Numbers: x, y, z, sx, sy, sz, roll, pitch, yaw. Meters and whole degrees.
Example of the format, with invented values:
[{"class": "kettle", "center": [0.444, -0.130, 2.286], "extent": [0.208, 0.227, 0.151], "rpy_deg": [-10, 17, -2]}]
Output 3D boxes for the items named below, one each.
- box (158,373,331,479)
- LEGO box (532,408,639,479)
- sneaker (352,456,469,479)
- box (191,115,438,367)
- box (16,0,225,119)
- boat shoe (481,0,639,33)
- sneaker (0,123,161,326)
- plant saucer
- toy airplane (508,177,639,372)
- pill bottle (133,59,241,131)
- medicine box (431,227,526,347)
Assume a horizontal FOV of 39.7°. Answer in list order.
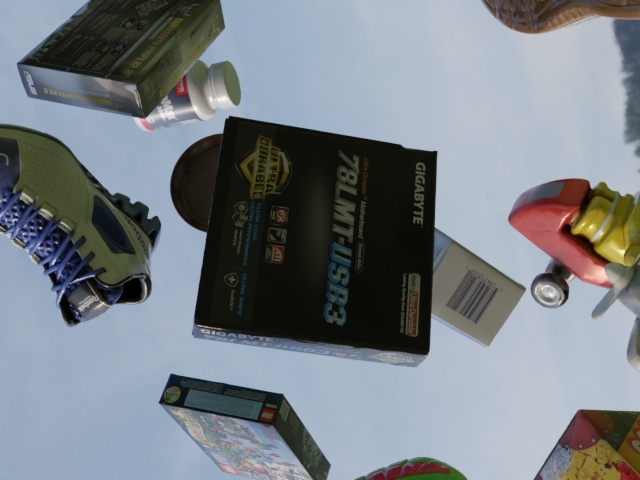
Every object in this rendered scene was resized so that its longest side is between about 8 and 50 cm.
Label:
[{"class": "box", "center": [-0.092, 0.257, 1.163], "extent": [0.233, 0.159, 0.044], "rpy_deg": [65, -143, -51]}, {"class": "LEGO box", "center": [0.618, 0.447, 1.322], "extent": [0.499, 0.193, 0.372], "rpy_deg": [8, -153, -33]}, {"class": "sneaker", "center": [-0.016, 0.422, 1.047], "extent": [0.202, 0.482, 0.185], "rpy_deg": [61, -156, -14]}, {"class": "box", "center": [0.000, 0.000, 1.149], "extent": [0.293, 0.073, 0.296], "rpy_deg": [9, -114, -5]}, {"class": "box", "center": [-0.260, -0.261, 1.188], "extent": [0.056, 0.183, 0.231], "rpy_deg": [84, -154, -44]}, {"class": "boat shoe", "center": [0.237, -0.243, 0.726], "extent": [0.123, 0.342, 0.123], "rpy_deg": [-17, -73, -15]}, {"class": "sneaker", "center": [-0.314, -0.003, 1.099], "extent": [0.315, 0.127, 0.182], "rpy_deg": [33, -152, -41]}, {"class": "plant saucer", "center": [-0.153, -0.087, 1.404], "extent": [0.029, 0.168, 0.169], "rpy_deg": [71, -171, -75]}, {"class": "toy airplane", "center": [0.512, 0.007, 1.268], "extent": [0.386, 0.384, 0.273], "rpy_deg": [-116, 21, -47]}, {"class": "pill bottle", "center": [-0.238, -0.259, 1.558], "extent": [0.108, 0.180, 0.108], "rpy_deg": [-9, -90, -75]}, {"class": "medicine box", "center": [0.213, 0.051, 1.772], "extent": [0.263, 0.289, 0.149], "rpy_deg": [29, -85, -40]}]
